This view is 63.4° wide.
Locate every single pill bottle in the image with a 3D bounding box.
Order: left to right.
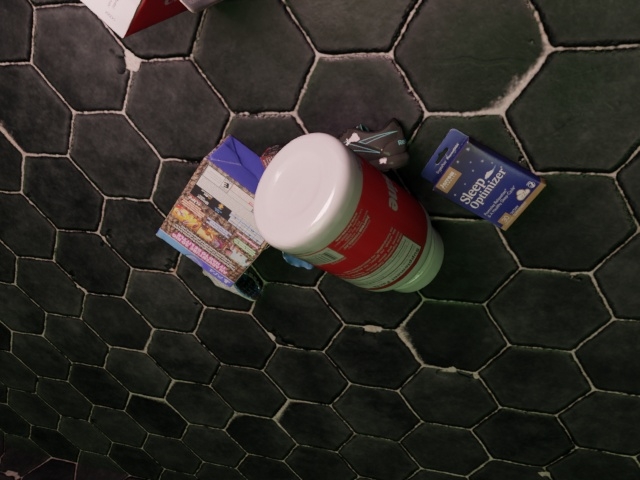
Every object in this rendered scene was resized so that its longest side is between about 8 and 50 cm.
[{"bbox_3d":[0.081,-0.029,1.058,0.229,0.229,0.408,-25,145,32],"label":"pill bottle"}]

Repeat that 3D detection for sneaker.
[{"bbox_3d":[-0.253,0.115,1.469,0.191,0.071,0.083,36,134,3],"label":"sneaker"},{"bbox_3d":[0.061,-0.195,1.134,0.267,0.101,0.106,-8,106,18],"label":"sneaker"}]

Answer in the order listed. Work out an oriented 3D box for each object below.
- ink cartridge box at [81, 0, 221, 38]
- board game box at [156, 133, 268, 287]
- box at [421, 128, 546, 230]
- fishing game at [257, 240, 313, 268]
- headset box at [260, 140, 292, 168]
[{"bbox_3d":[-0.285,-0.480,0.900,0.272,0.309,0.130,42,127,-12],"label":"ink cartridge box"},{"bbox_3d":[-0.223,-0.066,1.277,0.232,0.141,0.291,38,127,-9],"label":"board game box"},{"bbox_3d":[0.341,-0.128,1.107,0.225,0.036,0.136,29,128,-1],"label":"box"},{"bbox_3d":[0.000,0.000,1.211,0.264,0.041,0.189,22,115,-41],"label":"fishing game"},{"bbox_3d":[-0.095,-0.197,1.190,0.083,0.062,0.032,-10,119,24],"label":"headset box"}]
